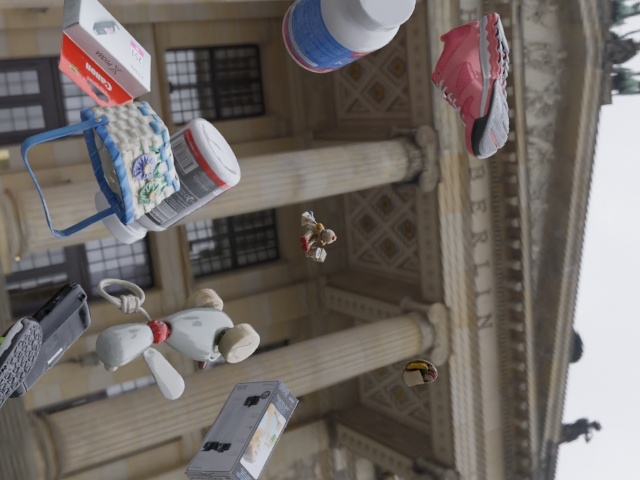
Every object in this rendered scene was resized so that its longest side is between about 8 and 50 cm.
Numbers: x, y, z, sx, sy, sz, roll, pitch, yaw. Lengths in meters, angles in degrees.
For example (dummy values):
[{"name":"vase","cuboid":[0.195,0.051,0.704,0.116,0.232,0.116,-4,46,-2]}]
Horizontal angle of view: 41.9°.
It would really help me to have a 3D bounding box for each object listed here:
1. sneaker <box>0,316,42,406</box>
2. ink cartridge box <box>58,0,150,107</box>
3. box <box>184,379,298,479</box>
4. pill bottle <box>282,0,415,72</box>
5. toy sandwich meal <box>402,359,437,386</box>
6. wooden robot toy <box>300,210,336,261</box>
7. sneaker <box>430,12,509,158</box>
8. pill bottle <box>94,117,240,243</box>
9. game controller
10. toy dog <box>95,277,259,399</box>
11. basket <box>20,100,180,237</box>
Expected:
[{"name":"sneaker","cuboid":[-0.485,0.195,1.157,0.097,0.235,0.084,27,-19,14]},{"name":"ink cartridge box","cuboid":[-0.512,-0.431,2.009,0.060,0.275,0.239,-20,-125,18]},{"name":"box","cuboid":[-0.195,0.489,2.087,0.169,0.290,0.087,-12,-56,37]},{"name":"pill bottle","cuboid":[0.040,-0.324,1.207,0.221,0.124,0.124,-3,-82,65]},{"name":"toy sandwich meal","cuboid":[0.237,0.320,2.004,0.085,0.029,0.086,9,-53,12]},{"name":"wooden robot toy","cuboid":[0.000,0.000,2.102,0.079,0.076,0.173,11,-42,22]},{"name":"sneaker","cuboid":[0.270,-0.274,1.536,0.136,0.116,0.314,-6,-123,24]},{"name":"pill bottle","cuboid":[-0.416,-0.154,2.265,0.363,0.210,0.210,-31,-111,13]},{"name":"game controller","cuboid":[-0.699,0.251,2.119,0.067,0.319,0.166,23,-44,16]},{"name":"toy dog","cuboid":[-0.290,0.206,1.617,0.161,0.333,0.220,-65,-145,26]},{"name":"basket","cuboid":[-0.451,-0.152,1.733,0.201,0.289,0.255,53,-22,38]}]
